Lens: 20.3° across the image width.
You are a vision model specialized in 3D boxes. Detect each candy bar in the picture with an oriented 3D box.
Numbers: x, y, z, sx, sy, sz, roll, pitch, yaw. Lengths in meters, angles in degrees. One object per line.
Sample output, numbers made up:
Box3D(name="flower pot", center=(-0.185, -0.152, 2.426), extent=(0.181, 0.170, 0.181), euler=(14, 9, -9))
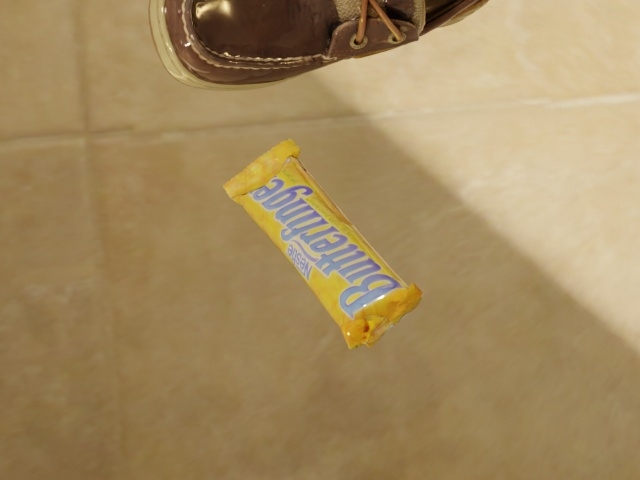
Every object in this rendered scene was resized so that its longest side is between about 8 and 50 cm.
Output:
Box3D(name="candy bar", center=(0.000, 0.000, 0.781), extent=(0.040, 0.161, 0.018), euler=(-35, 124, -3))

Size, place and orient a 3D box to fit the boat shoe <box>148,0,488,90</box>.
Box3D(name="boat shoe", center=(0.031, -0.196, 1.349), extent=(0.123, 0.342, 0.123), euler=(-8, 95, 53))
